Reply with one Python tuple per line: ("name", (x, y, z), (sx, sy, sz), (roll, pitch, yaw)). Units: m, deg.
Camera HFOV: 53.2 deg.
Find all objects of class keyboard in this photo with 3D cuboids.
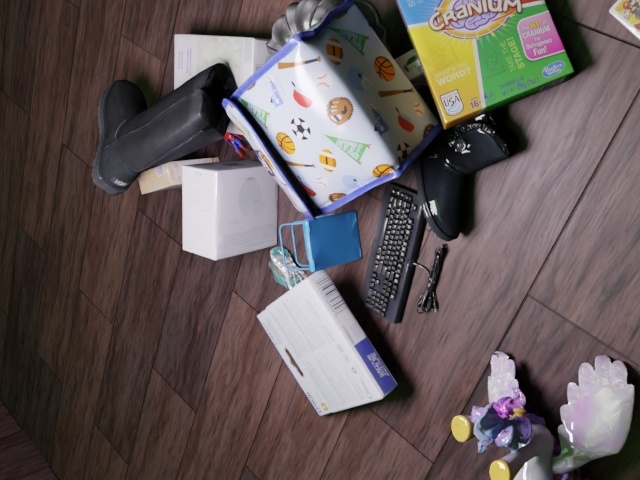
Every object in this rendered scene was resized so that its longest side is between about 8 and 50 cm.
("keyboard", (0.194, 0.046, 1.453), (0.201, 0.033, 0.317), (25, 116, 34))

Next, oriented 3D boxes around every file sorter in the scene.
("file sorter", (0.000, 0.000, 1.518), (0.104, 0.170, 0.118), (-1, 99, 45))

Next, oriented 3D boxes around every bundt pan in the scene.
("bundt pan", (-0.006, -0.405, 1.464), (0.331, 0.124, 0.330), (11, 107, 39))

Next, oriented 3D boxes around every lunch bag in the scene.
("lunch bag", (-0.012, -0.232, 1.311), (0.385, 0.239, 0.328), (-22, 108, 51))

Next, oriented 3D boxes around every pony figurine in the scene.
("pony figurine", (0.396, 0.388, 1.190), (0.303, 0.363, 0.351), (-7, 79, 49))

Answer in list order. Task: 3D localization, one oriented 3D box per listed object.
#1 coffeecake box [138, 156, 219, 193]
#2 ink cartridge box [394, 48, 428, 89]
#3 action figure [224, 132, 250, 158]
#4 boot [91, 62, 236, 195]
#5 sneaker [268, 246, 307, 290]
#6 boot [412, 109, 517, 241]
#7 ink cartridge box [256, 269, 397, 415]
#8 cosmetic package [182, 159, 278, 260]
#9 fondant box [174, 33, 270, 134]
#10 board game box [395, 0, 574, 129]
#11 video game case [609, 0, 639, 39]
("coffeecake box", (-0.395, -0.184, 1.804), (0.142, 0.185, 0.068), (-10, 93, 41))
("ink cartridge box", (0.215, -0.358, 1.299), (0.135, 0.099, 0.056), (-20, 85, 40))
("action figure", (-0.233, -0.270, 1.751), (0.115, 0.030, 0.038), (48, 121, 28))
("boot", (-0.407, -0.349, 1.664), (0.445, 0.146, 0.367), (-23, 59, 37))
("sneaker", (-0.085, 0.098, 1.694), (0.166, 0.065, 0.076), (59, 146, 18))
("boot", (0.294, -0.140, 1.281), (0.207, 0.094, 0.246), (-22, 79, 45))
("ink cartridge box", (0.004, 0.264, 1.587), (0.324, 0.071, 0.330), (57, 147, 4))
("cosmetic package", (-0.232, -0.087, 1.658), (0.138, 0.224, 0.224), (13, 107, 38))
("fondant box", (-0.255, -0.414, 1.686), (0.330, 0.096, 0.238), (18, 111, 41))
("board game box", (0.286, -0.398, 1.177), (0.242, 0.064, 0.316), (-22, 85, 9))
("video game case", (0.613, -0.388, 1.001), (0.206, 0.026, 0.227), (53, 129, 19))
